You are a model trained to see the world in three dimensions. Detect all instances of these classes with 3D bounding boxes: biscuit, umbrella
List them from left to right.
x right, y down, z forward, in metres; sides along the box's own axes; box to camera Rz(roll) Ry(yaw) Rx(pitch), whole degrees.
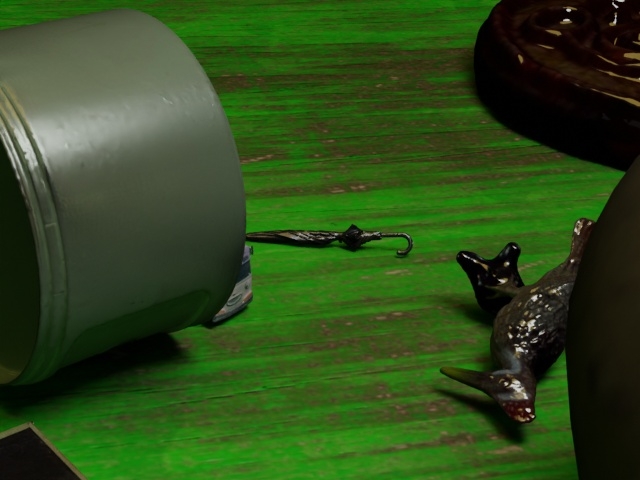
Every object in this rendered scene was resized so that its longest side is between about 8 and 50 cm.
[{"bbox_3d":[0.001,-0.005,1.118,0.148,0.022,0.022,6,-9,1],"label":"umbrella"},{"bbox_3d":[0.359,-0.184,1.438,0.407,0.091,0.407,5,29,-3],"label":"biscuit"}]

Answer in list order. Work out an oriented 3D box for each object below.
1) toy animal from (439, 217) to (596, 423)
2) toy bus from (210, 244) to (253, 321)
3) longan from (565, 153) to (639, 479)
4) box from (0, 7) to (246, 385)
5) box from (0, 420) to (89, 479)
[{"bbox_3d":[0.146,0.059,0.979,0.105,0.070,0.202,-13,30,24],"label":"toy animal"},{"bbox_3d":[-0.100,0.015,1.026,0.102,0.058,0.052,23,34,30],"label":"toy bus"},{"bbox_3d":[0.301,0.088,0.688,0.404,0.336,0.404,27,41,-27],"label":"longan"},{"bbox_3d":[-0.175,-0.030,0.919,0.149,0.226,0.226,-18,36,-36],"label":"box"},{"bbox_3d":[-0.179,0.148,0.790,0.079,0.035,0.083,-18,36,-37],"label":"box"}]
